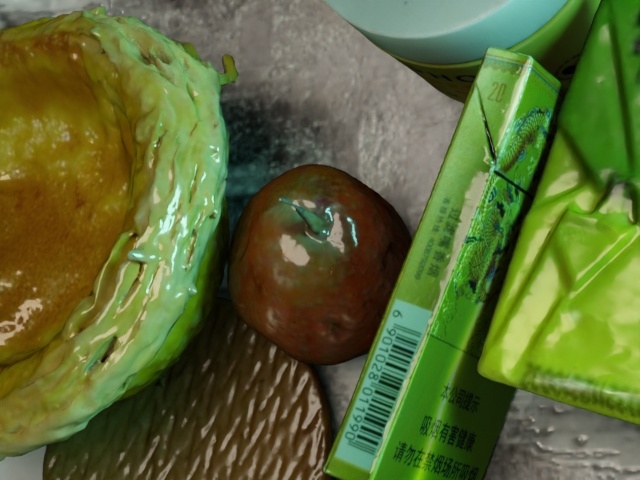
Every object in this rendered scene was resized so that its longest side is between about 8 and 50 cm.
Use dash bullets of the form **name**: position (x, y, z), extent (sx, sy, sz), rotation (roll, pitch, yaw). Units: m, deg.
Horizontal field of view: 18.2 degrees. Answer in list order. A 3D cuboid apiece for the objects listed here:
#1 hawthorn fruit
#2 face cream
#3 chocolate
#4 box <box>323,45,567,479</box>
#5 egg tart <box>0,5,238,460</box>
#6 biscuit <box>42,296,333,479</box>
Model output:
- **hawthorn fruit**: position (0.011, 0.010, 1.469), extent (0.189, 0.149, 0.149), rotation (136, 129, -59)
- **face cream**: position (0.117, -0.222, 1.464), extent (0.218, 0.179, 0.218), rotation (-7, 73, 25)
- **chocolate**: position (0.296, 0.003, 1.341), extent (0.300, 0.137, 0.289), rotation (16, 84, 31)
- **box**: position (0.109, 0.036, 1.403), extent (0.043, 0.173, 0.311), rotation (19, 85, 30)
- **egg tart**: position (-0.199, 0.001, 1.549), extent (0.387, 0.169, 0.388), rotation (-19, 56, 30)
- **biscuit**: position (-0.103, 0.172, 1.553), extent (0.262, 0.037, 0.262), rotation (-7, 74, 25)
